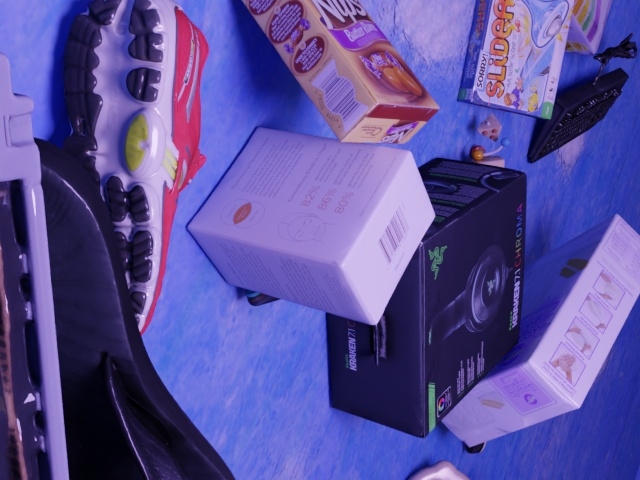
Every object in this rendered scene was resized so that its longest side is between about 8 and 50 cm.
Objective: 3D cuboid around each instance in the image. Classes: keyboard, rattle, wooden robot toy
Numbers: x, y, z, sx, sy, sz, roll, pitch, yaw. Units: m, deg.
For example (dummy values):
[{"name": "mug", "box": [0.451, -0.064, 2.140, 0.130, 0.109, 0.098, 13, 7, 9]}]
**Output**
[{"name": "keyboard", "box": [0.454, -0.241, 1.479, 0.317, 0.033, 0.201, -29, 146, -50]}, {"name": "rattle", "box": [0.135, 0.415, 1.298, 0.130, 0.143, 0.199, 45, 77, -17]}, {"name": "wooden robot toy", "box": [0.205, -0.085, 1.213, 0.079, 0.076, 0.173, -10, 114, -17]}]

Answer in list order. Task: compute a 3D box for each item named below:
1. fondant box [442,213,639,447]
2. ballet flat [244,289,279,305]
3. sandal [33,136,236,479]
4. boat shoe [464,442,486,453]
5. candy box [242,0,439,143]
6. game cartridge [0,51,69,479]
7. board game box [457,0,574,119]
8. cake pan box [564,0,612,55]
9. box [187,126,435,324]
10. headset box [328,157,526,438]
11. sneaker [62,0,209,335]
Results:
[{"name": "fondant box", "box": [0.326, 0.131, 1.295, 0.096, 0.238, 0.330, 44, 53, -4]}, {"name": "ballet flat", "box": [0.000, 0.000, 0.900, 0.203, 0.074, 0.074, -59, 143, -29]}, {"name": "sandal", "box": [-0.170, 0.146, 0.612, 0.107, 0.168, 0.445, -94, 168, -60]}, {"name": "boat shoe", "box": [0.237, 0.286, 1.395, 0.042, 0.049, 0.133, -18, 127, -22]}, {"name": "candy box", "box": [0.012, -0.170, 0.772, 0.053, 0.186, 0.109, -45, 160, 29]}, {"name": "game cartridge", "box": [-0.218, 0.042, 0.476, 0.062, 0.198, 0.297, -24, 120, -51]}, {"name": "board game box", "box": [0.264, -0.272, 1.183, 0.136, 0.035, 0.201, 6, 97, -26]}, {"name": "cake pan box", "box": [0.395, -0.451, 1.343, 0.246, 0.070, 0.266, 30, 77, -58]}, {"name": "box", "box": [-0.006, -0.017, 0.798, 0.130, 0.171, 0.091, -58, 142, -25]}, {"name": "headset box", "box": [0.127, 0.060, 1.063, 0.283, 0.131, 0.246, -29, 124, -48]}, {"name": "sneaker", "box": [-0.132, -0.042, 0.671, 0.118, 0.107, 0.278, -5, 109, -67]}]
